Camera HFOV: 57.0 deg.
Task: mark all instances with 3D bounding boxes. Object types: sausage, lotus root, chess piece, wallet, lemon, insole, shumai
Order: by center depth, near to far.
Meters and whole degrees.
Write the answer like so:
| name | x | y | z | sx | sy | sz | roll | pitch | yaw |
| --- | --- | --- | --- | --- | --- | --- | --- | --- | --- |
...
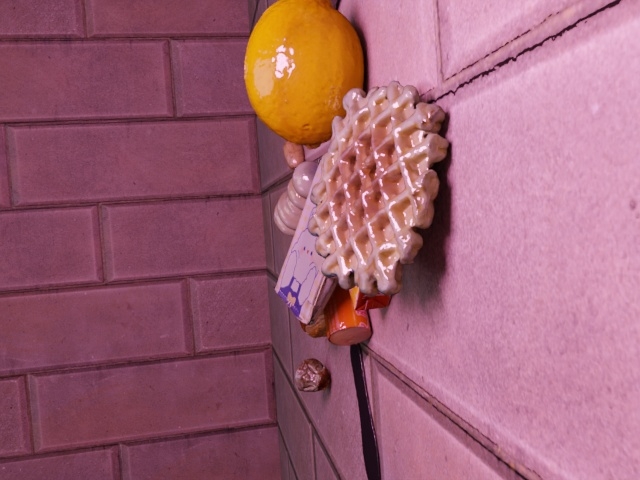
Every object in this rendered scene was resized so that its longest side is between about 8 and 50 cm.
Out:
| name | x | y | z | sx | sy | sz | roll | pitch | yaw |
| --- | --- | --- | --- | --- | --- | --- | --- | --- | --- |
| lemon | -0.031 | -0.317 | 1.120 | 0.236 | 0.235 | 0.264 | 130 | 144 | -75 |
| wallet | 0.000 | 0.000 | 1.200 | 0.223 | 0.077 | 0.310 | 40 | 113 | 61 |
| sausage | 0.038 | 0.065 | 1.279 | 0.093 | 0.092 | 0.312 | 103 | 161 | -57 |
| insole | 0.100 | 0.394 | 1.299 | 0.119 | 0.009 | 0.349 | 118 | 146 | -68 |
| chess piece | -0.042 | -0.121 | 1.586 | 0.243 | 0.133 | 0.133 | 119 | 146 | -59 |
| shumai | -0.007 | 0.397 | 1.706 | 0.087 | 0.123 | 0.099 | 8 | 81 | 40 |
| lotus root | -0.082 | -0.271 | 1.853 | 0.072 | 0.063 | 0.152 | 38 | -145 | -67 |

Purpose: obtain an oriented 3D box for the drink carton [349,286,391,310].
| name | x | y | z | sx | sy | sz | roll | pitch | yaw |
| --- | --- | --- | --- | --- | --- | --- | --- | --- | --- |
| drink carton | 0.093 | 0.020 | 1.018 | 0.223 | 0.070 | 0.096 | 99 | 162 | -50 |

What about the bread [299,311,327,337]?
| name | x | y | z | sx | sy | sz | roll | pitch | yaw |
| --- | --- | --- | --- | --- | --- | --- | --- | --- | --- |
| bread | 0.003 | 0.163 | 1.462 | 0.236 | 0.106 | 0.140 | 105 | 156 | -63 |

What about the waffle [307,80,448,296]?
| name | x | y | z | sx | sy | sz | roll | pitch | yaw |
| --- | --- | --- | --- | --- | --- | --- | --- | --- | --- |
| waffle | 0.072 | -0.079 | 0.870 | 0.291 | 0.056 | 0.310 | 29 | 110 | 60 |

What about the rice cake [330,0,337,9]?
| name | x | y | z | sx | sy | sz | roll | pitch | yaw |
| --- | --- | --- | --- | --- | --- | --- | --- | --- | --- |
| rice cake | 0.001 | -0.635 | 1.306 | 0.106 | 0.050 | 0.298 | 121 | 143 | -70 |
